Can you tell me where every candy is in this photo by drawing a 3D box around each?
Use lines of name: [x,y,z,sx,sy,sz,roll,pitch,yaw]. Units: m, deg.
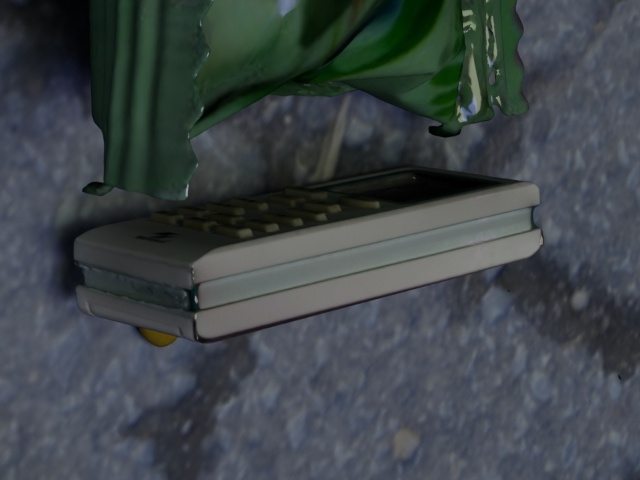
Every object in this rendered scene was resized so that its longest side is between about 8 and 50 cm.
candy: [0.013,-0.173,1.053,0.398,0.172,0.263,-13,111,-51]

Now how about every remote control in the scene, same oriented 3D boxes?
remote control: [0.000,0.000,1.091,0.277,0.103,0.055,-13,107,-43]

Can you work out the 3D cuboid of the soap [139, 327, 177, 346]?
soap: [-0.077,0.021,1.104,0.034,0.012,0.089,42,71,-39]
